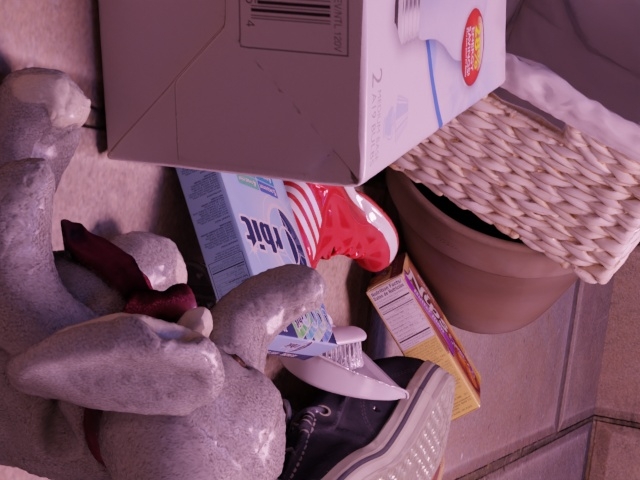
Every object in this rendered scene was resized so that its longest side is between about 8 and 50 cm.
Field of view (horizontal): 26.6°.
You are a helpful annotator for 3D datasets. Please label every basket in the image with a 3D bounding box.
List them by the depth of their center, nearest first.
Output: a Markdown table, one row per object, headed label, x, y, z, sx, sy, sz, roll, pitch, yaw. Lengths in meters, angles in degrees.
| label | x | y | z | sx | sy | sz | roll | pitch | yaw |
| --- | --- | --- | --- | --- | --- | --- | --- | --- | --- |
| basket | 0.273 | -0.193 | 1.454 | 0.331 | 0.328 | 0.266 | -52 | 165 | -29 |

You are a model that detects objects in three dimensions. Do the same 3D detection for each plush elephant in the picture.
| label | x | y | z | sx | sy | sz | roll | pitch | yaw |
| --- | --- | --- | --- | --- | --- | --- | --- | --- | --- |
| plush elephant | -0.115 | 0.080 | 0.882 | 0.272 | 0.255 | 0.330 | 73 | 34 | -48 |

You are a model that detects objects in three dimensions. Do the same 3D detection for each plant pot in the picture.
| label | x | y | z | sx | sy | sz | roll | pitch | yaw |
| --- | --- | --- | --- | --- | --- | --- | --- | --- | --- |
| plant pot | 0.224 | -0.033 | 1.682 | 0.280 | 0.323 | 0.323 | 98 | 15 | -52 |

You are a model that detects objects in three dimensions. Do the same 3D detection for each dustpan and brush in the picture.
| label | x | y | z | sx | sy | sz | roll | pitch | yaw |
| --- | --- | --- | --- | --- | --- | --- | --- | --- | --- |
| dustpan and brush | -0.014 | 0.105 | 1.372 | 0.211 | 0.147 | 0.060 | -1 | 121 | -41 |

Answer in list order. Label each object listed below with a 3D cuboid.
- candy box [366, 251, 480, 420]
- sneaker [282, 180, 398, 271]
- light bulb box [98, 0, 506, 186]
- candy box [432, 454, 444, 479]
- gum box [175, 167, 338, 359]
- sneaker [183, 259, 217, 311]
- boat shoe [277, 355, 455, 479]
| label | x | y | z | sx | sy | sz | roll | pitch | yaw |
| --- | --- | --- | --- | --- | --- | --- | --- | --- | --- |
| candy box | 0.125 | 0.114 | 1.620 | 0.187 | 0.053 | 0.109 | 60 | 13 | -8 |
| sneaker | 0.000 | 0.000 | 1.405 | 0.221 | 0.087 | 0.128 | 51 | 58 | -46 |
| light bulb box | 0.003 | -0.267 | 1.089 | 0.361 | 0.225 | 0.358 | -38 | 132 | -59 |
| candy box | 0.075 | 0.319 | 1.645 | 0.316 | 0.087 | 0.183 | -62 | 153 | -49 |
| gum box | -0.055 | 0.009 | 1.182 | 0.157 | 0.041 | 0.184 | 22 | 48 | -68 |
| sneaker | -0.095 | 0.126 | 1.192 | 0.106 | 0.078 | 0.234 | -19 | 114 | -63 |
| boat shoe | 0.000 | 0.251 | 1.370 | 0.500 | 0.156 | 0.187 | -43 | 143 | -61 |
